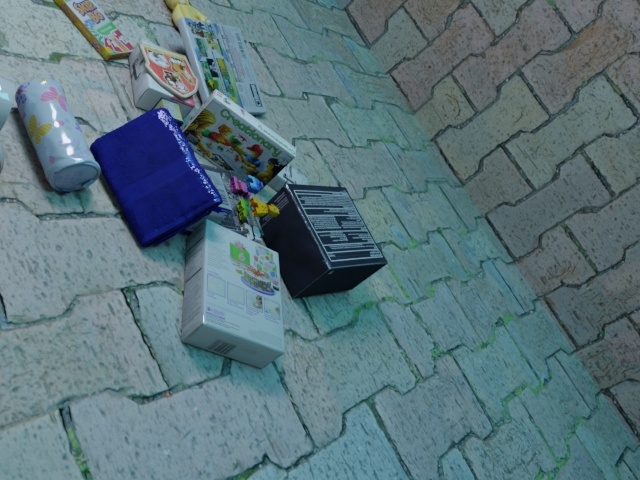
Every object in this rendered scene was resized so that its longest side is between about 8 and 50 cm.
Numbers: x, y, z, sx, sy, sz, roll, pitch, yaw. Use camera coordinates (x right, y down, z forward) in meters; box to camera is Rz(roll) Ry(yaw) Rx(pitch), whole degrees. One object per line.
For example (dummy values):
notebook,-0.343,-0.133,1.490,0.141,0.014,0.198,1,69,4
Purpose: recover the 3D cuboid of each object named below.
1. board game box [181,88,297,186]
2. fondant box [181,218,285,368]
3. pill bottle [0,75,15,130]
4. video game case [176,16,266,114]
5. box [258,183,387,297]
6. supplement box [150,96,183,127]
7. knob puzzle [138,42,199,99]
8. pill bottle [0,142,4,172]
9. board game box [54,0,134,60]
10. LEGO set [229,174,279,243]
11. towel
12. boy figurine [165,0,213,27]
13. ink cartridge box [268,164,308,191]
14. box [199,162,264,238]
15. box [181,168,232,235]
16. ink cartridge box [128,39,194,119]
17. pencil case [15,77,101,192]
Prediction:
board game box,-0.249,-0.291,1.906,0.305,0.193,0.053,34,35,-24
fondant box,-0.217,0.132,1.593,0.238,0.096,0.330,27,39,-33
pill bottle,-0.794,-0.323,1.275,0.302,0.169,0.169,20,42,-40
video game case,-0.333,-0.589,2.175,0.300,0.036,0.328,-17,89,-57
box,0.000,0.000,1.921,0.296,0.183,0.294,-2,57,-50
supplement box,-0.447,-0.349,1.820,0.056,0.083,0.083,13,48,-46
knob puzzle,-0.433,-0.500,1.873,0.213,0.030,0.213,32,36,-27
pill bottle,-0.710,-0.058,1.047,0.224,0.224,0.392,33,35,-26
board game box,-0.681,-0.652,1.895,0.259,0.039,0.124,47,31,0
LEGO set,-0.176,-0.096,1.786,0.093,0.087,0.227,19,44,-42
towel,-0.409,-0.158,1.578,0.308,0.228,0.076,59,-8,10
boy figurine,-0.456,-0.792,2.273,0.285,0.092,0.177,57,34,5
ink cartridge box,-0.113,-0.201,2.112,0.135,0.056,0.099,35,35,-24
box,-0.276,-0.105,1.805,0.183,0.056,0.231,10,50,-49
box,-0.315,-0.098,1.668,0.072,0.137,0.126,12,48,-49
ink cartridge box,-0.482,-0.481,1.908,0.159,0.092,0.217,17,46,-42
pencil case,-0.612,-0.247,1.478,0.273,0.113,0.124,60,23,15
